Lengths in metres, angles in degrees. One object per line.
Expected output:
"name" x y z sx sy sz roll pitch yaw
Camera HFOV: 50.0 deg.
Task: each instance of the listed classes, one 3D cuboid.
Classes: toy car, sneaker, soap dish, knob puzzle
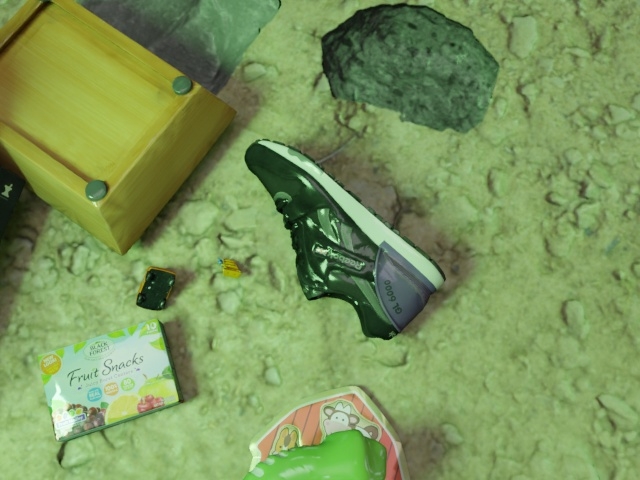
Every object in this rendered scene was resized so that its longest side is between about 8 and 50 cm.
"toy car" -0.160 0.050 0.826 0.122 0.060 0.040 -1 29 -18
"sneaker" 0.000 0.000 0.801 0.283 0.107 0.124 40 84 9
"soap dish" -0.285 -0.157 0.829 0.290 0.118 0.229 34 77 9
"knob puzzle" 0.012 0.256 0.765 0.213 0.030 0.213 0 74 -1

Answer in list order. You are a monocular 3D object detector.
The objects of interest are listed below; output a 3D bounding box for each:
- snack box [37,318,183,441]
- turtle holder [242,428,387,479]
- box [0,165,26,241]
"snack box" -0.239 0.159 0.783 0.141 0.037 0.100 -18 74 -6
"turtle holder" -0.016 0.369 0.648 0.227 0.243 0.320 9 45 -15
"box" -0.511 0.005 0.650 0.178 0.343 0.313 10 73 21
